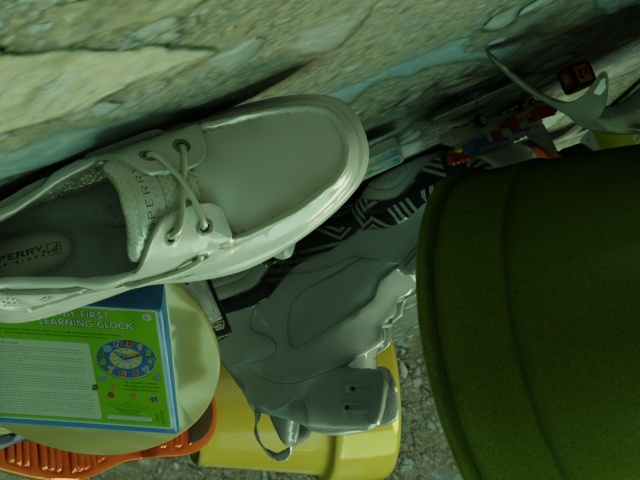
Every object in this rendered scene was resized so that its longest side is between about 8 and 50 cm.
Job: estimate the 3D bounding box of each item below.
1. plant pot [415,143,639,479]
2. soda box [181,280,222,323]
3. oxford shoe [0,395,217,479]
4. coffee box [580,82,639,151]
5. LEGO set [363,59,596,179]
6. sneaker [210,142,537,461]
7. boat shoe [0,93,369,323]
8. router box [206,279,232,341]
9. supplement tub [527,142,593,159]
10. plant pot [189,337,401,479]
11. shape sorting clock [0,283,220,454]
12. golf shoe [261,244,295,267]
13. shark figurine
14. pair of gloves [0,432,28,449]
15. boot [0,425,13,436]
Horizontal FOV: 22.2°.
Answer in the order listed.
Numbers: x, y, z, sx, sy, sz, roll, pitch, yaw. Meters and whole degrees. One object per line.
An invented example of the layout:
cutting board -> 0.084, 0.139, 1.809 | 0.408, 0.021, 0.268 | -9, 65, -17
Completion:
plant pot -> 0.320, 0.066, 1.301 | 0.353, 0.366, 0.366 | -18, 175, 28
soda box -> -0.228, 0.076, 1.263 | 0.286, 0.098, 0.091 | -26, 172, 15
oxford shoe -> -0.279, 0.198, 1.745 | 0.133, 0.129, 0.364 | -13, 166, 39
coffee box -> 0.514, -0.054, 1.612 | 0.338, 0.337, 0.334 | -20, 171, -15
LEGO set -> 0.115, -0.077, 1.367 | 0.244, 0.060, 0.182 | -24, 176, 2
sneaker -> 0.063, 0.058, 1.535 | 0.366, 0.210, 0.137 | -24, 172, 8
boat shoe -> -0.103, -0.017, 1.000 | 0.277, 0.098, 0.096 | -22, 173, 4
router box -> -0.143, 0.056, 1.377 | 0.122, 0.092, 0.038 | -16, 169, -44
supplement tub -> 0.193, -0.035, 1.672 | 0.198, 0.106, 0.106 | -21, 171, -14
plant pot -> -0.048, 0.187, 2.026 | 0.239, 0.254, 0.254 | -6, 168, -14
shape sorting clock -> -0.173, 0.075, 1.162 | 0.206, 0.206, 0.040 | -28, -148, 29
golf shoe -> -0.030, -0.033, 1.148 | 0.069, 0.086, 0.176 | -20, 170, -11
shark figurine -> 0.262, -0.140, 1.243 | 0.278, 0.116, 0.166 | -29, 140, -15
pair of gloves -> -0.197, 0.135, 1.334 | 0.159, 0.023, 0.198 | -23, 177, 13
boot -> -0.369, 0.178, 1.527 | 0.203, 0.095, 0.262 | -29, 168, 32
